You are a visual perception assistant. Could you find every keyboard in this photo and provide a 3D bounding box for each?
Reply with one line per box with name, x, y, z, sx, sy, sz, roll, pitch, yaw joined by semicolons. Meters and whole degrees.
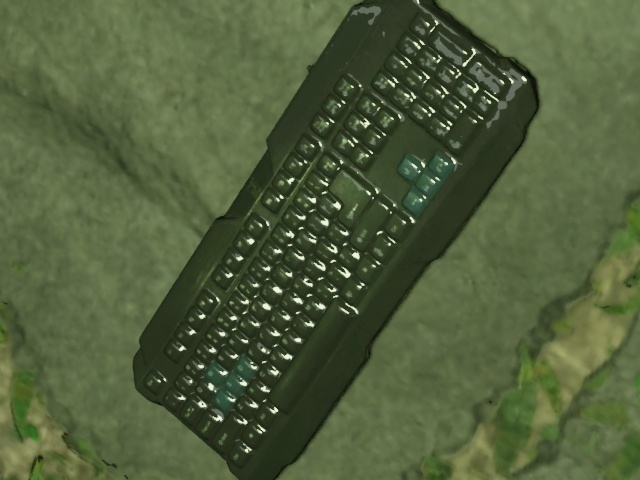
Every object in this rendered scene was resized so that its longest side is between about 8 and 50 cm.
keyboard;0.000;0.000;0.942;0.106;0.016;0.262;40;115;13
